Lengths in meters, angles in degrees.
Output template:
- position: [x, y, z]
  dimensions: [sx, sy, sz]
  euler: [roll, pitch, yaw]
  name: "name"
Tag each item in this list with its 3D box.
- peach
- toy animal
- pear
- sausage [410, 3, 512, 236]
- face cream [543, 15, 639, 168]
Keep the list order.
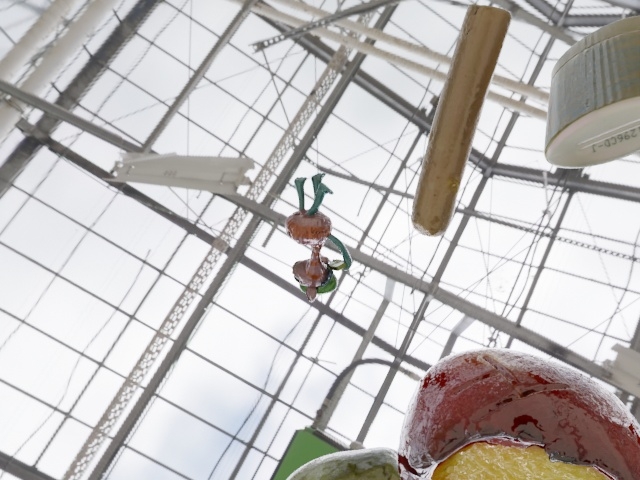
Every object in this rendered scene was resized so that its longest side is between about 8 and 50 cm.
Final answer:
- position: [0.180, 0.200, 0.437]
  dimensions: [0.196, 0.226, 0.190]
  euler: [19, -86, -23]
  name: "peach"
- position: [0.000, 0.000, 0.755]
  dimensions: [0.103, 0.208, 0.100]
  euler: [6, -151, 15]
  name: "toy animal"
- position: [0.032, 0.397, 0.648]
  dimensions: [0.269, 0.212, 0.212]
  euler: [-45, -109, 10]
  name: "pear"
- position: [0.180, -0.149, 0.638]
  dimensions: [0.066, 0.066, 0.301]
  euler: [18, -76, 11]
  name: "sausage"
- position: [0.357, -0.196, 0.601]
  dimensions: [0.139, 0.067, 0.285]
  euler: [-21, -153, 39]
  name: "face cream"
